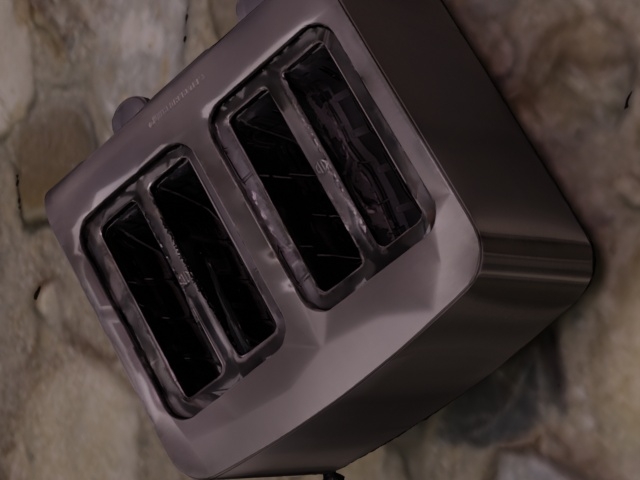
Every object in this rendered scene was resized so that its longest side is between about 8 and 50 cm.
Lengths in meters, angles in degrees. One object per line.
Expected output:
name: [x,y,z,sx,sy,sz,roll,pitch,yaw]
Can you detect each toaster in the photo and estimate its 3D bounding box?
toaster: [0.000,0.000,0.733,0.168,0.110,0.186,-38,69,25]
